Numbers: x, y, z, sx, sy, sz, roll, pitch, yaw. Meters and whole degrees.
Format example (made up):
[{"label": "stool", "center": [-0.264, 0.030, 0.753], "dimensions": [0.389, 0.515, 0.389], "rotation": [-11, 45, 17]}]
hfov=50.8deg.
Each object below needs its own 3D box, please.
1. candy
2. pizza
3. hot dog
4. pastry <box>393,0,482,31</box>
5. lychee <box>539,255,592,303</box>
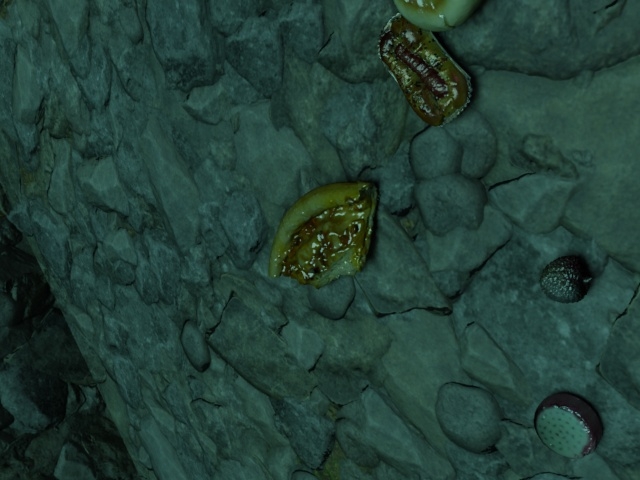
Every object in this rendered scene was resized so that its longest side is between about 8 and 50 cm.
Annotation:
[{"label": "candy", "center": [0.385, 0.290, 1.054], "dimensions": [0.103, 0.043, 0.103], "rotation": [21, 121, 40]}, {"label": "pizza", "center": [0.000, 0.000, 1.303], "dimensions": [0.365, 0.074, 0.182], "rotation": [-33, 74, 49]}, {"label": "hot dog", "center": [0.157, -0.263, 1.042], "dimensions": [0.108, 0.059, 0.191], "rotation": [-45, 71, 42]}, {"label": "pastry", "center": [0.170, -0.377, 0.952], "dimensions": [0.156, 0.092, 0.156], "rotation": [24, 124, 41]}, {"label": "lychee", "center": [0.354, 0.057, 0.972], "dimensions": [0.083, 0.068, 0.067], "rotation": [-25, 47, 52]}]
